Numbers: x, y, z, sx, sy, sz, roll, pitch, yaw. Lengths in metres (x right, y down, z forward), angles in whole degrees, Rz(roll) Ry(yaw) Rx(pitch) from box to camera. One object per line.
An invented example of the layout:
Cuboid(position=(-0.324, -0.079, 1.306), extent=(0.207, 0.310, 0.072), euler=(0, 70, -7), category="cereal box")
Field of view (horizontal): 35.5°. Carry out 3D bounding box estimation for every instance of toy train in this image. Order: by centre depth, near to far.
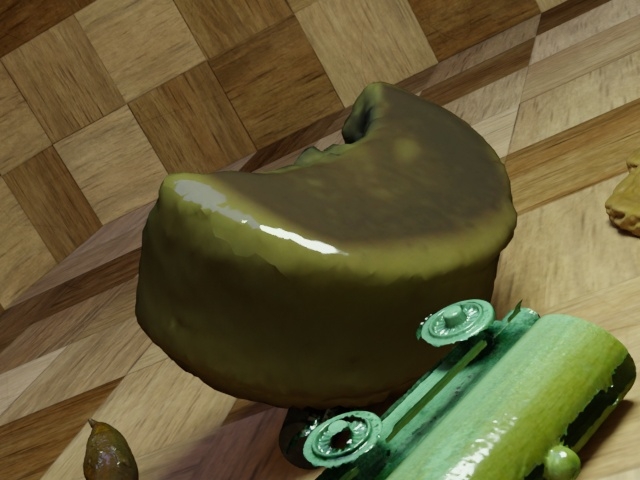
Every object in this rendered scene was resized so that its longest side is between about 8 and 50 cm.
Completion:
Cuboid(position=(0.114, 0.150, 0.801), extent=(0.307, 0.126, 0.189), euler=(-38, 16, -33), category="toy train")

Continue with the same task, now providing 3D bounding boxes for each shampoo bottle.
Cuboid(position=(0.009, 0.166, 1.095), extent=(0.064, 0.057, 0.207), euler=(-23, 16, 22), category="shampoo bottle")

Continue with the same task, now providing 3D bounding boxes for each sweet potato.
Cuboid(position=(-0.244, 0.289, 1.175), extent=(0.068, 0.068, 0.226), euler=(-29, 32, 2), category="sweet potato")

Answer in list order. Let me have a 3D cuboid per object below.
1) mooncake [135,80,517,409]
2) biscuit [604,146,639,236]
Cuboid(position=(0.000, 0.000, 1.090), extent=(0.394, 0.246, 0.393), euler=(1, 31, -11), category="mooncake")
Cuboid(position=(0.456, -0.086, 1.129), extent=(0.269, 0.051, 0.376), euler=(-29, 14, 5), category="biscuit")
